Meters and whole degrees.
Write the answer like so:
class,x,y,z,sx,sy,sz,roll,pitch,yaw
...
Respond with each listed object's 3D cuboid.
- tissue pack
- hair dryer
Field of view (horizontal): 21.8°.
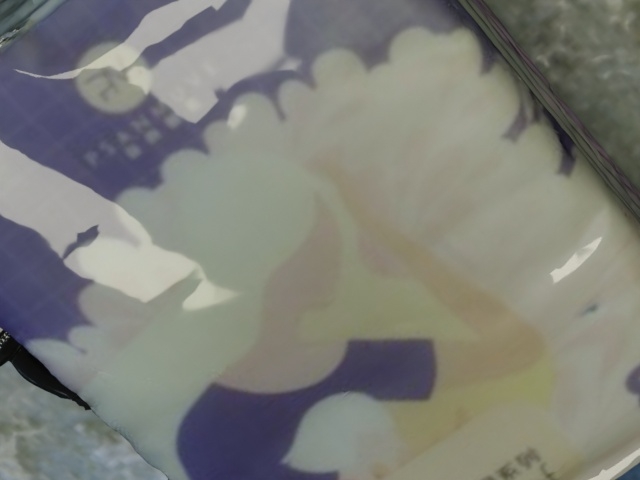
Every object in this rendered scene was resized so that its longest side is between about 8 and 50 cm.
class,x,y,z,sx,sy,sz,roll,pitch,yaw
tissue pack,0.000,0.000,0.723,0.242,0.125,0.343,-37,115,12
hair dryer,-0.130,0.050,0.800,0.079,0.031,0.083,-42,127,6
